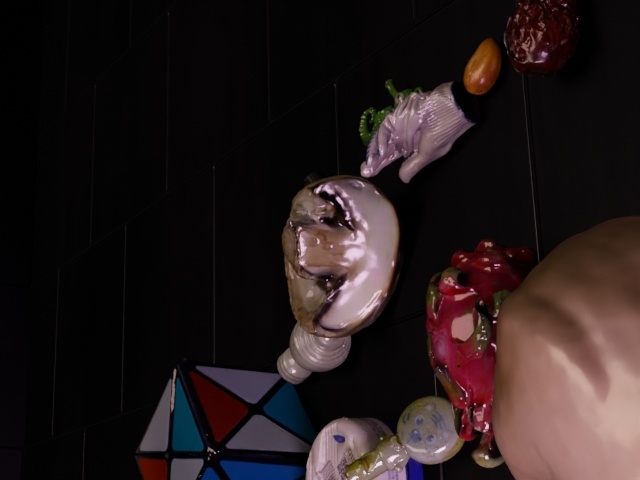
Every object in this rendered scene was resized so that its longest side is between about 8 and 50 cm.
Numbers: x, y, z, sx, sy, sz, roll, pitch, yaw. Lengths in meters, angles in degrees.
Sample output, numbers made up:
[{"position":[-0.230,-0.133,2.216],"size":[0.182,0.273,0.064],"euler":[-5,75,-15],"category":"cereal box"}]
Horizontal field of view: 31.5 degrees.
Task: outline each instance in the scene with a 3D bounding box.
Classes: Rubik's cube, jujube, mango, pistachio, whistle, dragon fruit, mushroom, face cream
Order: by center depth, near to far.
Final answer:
[{"position":[0.340,0.186,1.238],"size":[0.365,0.281,0.445],"euler":[-43,43,51],"category":"pistachio"},{"position":[0.234,0.142,1.535],"size":[0.218,0.198,0.272],"euler":[12,117,31],"category":"dragon fruit"},{"position":[0.317,-0.305,1.584],"size":[0.104,0.104,0.165],"euler":[-9,65,58],"category":"jujube"},{"position":[0.127,0.309,1.690],"size":[0.198,0.057,0.104],"euler":[-33,47,3],"category":"whistle"},{"position":[0.248,-0.266,1.729],"size":[0.060,0.046,0.089],"euler":[18,93,59],"category":"mango"},{"position":[0.063,0.385,1.807],"size":[0.206,0.111,0.205],"euler":[-25,60,54],"category":"face cream"},{"position":[0.028,0.016,1.895],"size":[0.164,0.190,0.267],"euler":[-151,49,-68],"category":"mushroom"},{"position":[-0.162,0.391,2.041],"size":[0.246,0.248,0.250],"euler":[-63,34,26],"category":"Rubik's cube"}]

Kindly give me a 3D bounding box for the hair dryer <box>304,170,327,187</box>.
[{"position":[-0.006,-0.004,2.085],"size":[0.194,0.050,0.173],"euler":[-66,31,29],"category":"hair dryer"}]

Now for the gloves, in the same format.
[{"position":[0.152,-0.168,1.803],"size":[0.229,0.119,0.097],"euler":[-34,15,25],"category":"gloves"}]

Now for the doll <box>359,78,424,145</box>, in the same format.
[{"position":[0.119,-0.209,1.924],"size":[0.190,0.050,0.115],"euler":[-33,59,53],"category":"doll"}]

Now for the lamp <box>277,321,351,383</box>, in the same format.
[{"position":[-0.019,0.194,2.002],"size":[0.193,0.106,0.106],"euler":[134,135,-55],"category":"lamp"}]
